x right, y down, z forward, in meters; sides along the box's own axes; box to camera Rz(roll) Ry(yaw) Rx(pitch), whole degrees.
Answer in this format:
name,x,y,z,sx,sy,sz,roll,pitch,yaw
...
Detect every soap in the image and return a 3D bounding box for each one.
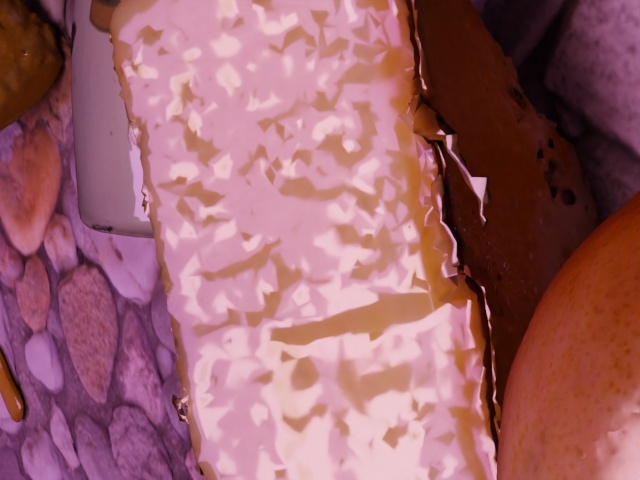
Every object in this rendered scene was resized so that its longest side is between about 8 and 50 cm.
name,x,y,z,sx,sy,sz,roll,pitch,yaw
soap,-0.320,0.144,1.981,0.089,0.012,0.034,62,143,24

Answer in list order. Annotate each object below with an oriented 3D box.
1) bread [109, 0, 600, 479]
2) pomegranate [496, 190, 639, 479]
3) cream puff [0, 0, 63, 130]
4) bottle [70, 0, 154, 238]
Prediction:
name,x,y,z,sx,sy,sz,roll,pitch,yaw
bread,0.000,0.000,1.124,0.248,0.279,0.315,-21,123,32
pomegranate,0.224,0.104,0.919,0.319,0.319,0.319,23,118,52
cream puff,-0.369,-0.203,1.715,0.270,0.323,0.274,46,166,5
bottle,-0.066,-0.185,1.335,0.229,0.229,0.351,12,107,54
